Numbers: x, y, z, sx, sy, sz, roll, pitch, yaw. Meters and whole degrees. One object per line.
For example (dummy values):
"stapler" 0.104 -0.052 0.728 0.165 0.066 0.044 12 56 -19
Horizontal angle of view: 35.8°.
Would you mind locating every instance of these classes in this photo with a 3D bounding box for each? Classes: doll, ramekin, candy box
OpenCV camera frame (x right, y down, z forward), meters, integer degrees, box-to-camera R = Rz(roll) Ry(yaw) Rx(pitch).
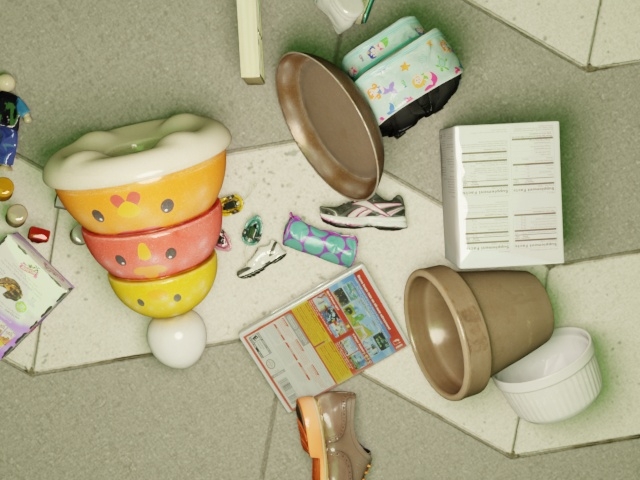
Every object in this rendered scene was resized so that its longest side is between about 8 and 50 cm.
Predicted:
"doll" -0.636 -0.236 1.957 0.129 0.046 0.189 10 95 -2
"ramekin" 0.448 0.267 1.928 0.207 0.207 0.109 -26 103 2
"candy box" -0.620 0.108 1.972 0.196 0.070 0.165 -44 93 3

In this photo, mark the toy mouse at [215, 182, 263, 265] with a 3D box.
"toy mouse" -0.170 -0.017 1.981 0.161 0.031 0.143 -24 90 4

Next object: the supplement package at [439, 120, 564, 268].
"supplement package" 0.342 -0.090 1.897 0.198 0.199 0.262 -3 94 -1

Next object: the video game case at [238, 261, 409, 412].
"video game case" 0.008 0.196 1.982 0.285 0.025 0.204 -30 108 2

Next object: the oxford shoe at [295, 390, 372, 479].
"oxford shoe" 0.048 0.479 1.980 0.133 0.130 0.363 -12 99 -11

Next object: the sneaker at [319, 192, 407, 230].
"sneaker" 0.085 -0.063 1.972 0.178 0.072 0.077 4 82 -9

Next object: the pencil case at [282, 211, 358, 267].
"pencil case" 0.000 0.000 1.970 0.152 0.064 0.070 18 110 -2

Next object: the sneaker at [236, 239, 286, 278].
"sneaker" -0.123 0.039 1.990 0.109 0.040 0.043 -31 78 -2

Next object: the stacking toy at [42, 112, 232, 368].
"stacking toy" -0.297 0.024 1.879 0.351 0.350 0.480 -12 109 1

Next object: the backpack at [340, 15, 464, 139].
"backpack" 0.151 -0.302 1.853 0.225 0.253 0.191 -31 94 3

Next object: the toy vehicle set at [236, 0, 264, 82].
"toy vehicle set" -0.135 -0.436 1.885 0.035 0.166 0.267 -3 95 0

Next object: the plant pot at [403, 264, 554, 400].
"plant pot" 0.316 0.154 1.909 0.229 0.263 0.263 -15 95 -16

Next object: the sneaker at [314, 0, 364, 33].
"sneaker" 0.009 -0.502 1.930 0.080 0.094 0.212 -12 72 -27

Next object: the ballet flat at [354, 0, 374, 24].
"ballet flat" 0.095 -0.506 1.938 0.052 0.057 0.168 25 94 8

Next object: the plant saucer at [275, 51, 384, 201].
"plant saucer" 0.024 -0.218 1.850 0.050 0.310 0.310 -32 94 -22

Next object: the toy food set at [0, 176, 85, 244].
"toy food set" -0.538 -0.048 1.965 0.232 0.104 0.111 11 81 -19
